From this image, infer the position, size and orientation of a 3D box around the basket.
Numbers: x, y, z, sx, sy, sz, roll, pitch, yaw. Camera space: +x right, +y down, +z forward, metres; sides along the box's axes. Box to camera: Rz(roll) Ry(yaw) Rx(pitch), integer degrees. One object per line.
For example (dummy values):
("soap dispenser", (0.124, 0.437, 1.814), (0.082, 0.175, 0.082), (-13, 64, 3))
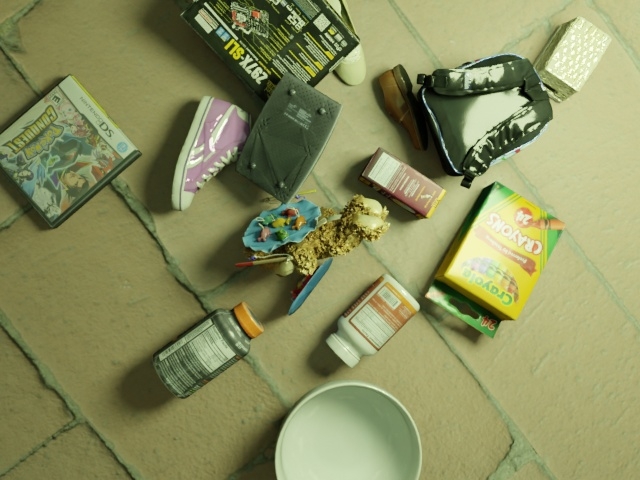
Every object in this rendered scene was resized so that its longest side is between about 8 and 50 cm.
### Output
("basket", (0.594, -0.435, 1.478), (0.113, 0.103, 0.167), (33, 88, -3))

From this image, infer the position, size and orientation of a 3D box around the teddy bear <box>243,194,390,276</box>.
("teddy bear", (0.000, 0.000, 1.398), (0.337, 0.245, 0.113), (-24, 117, -2))

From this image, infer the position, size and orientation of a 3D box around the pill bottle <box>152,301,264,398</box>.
("pill bottle", (-0.253, 0.246, 1.434), (0.245, 0.130, 0.130), (-35, 92, -2))

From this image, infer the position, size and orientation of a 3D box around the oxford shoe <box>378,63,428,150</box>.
("oxford shoe", (0.201, -0.310, 1.491), (0.076, 0.076, 0.212), (-20, 94, 28))

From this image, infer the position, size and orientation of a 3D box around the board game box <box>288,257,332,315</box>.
("board game box", (-0.035, 0.099, 1.444), (0.033, 0.133, 0.169), (36, 89, 10))

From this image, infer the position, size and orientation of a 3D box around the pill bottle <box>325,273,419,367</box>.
("pill bottle", (0.119, 0.191, 1.454), (0.216, 0.121, 0.121), (-45, 92, -1))

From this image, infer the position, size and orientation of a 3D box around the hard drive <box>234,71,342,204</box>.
("hard drive", (-0.069, -0.227, 1.393), (0.172, 0.054, 0.255), (34, 106, 13))

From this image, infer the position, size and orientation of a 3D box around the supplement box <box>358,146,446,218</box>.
("supplement box", (0.191, -0.132, 1.463), (0.188, 0.104, 0.081), (32, 89, -2))

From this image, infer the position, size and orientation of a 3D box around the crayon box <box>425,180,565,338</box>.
("crayon box", (0.413, 0.047, 1.459), (0.202, 0.081, 0.319), (31, 79, -3))

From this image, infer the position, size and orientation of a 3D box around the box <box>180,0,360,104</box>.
("box", (-0.108, -0.478, 1.390), (0.257, 0.079, 0.322), (-40, 106, 19))

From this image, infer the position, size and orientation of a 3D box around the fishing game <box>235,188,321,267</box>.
("fishing game", (-0.088, -0.040, 1.369), (0.189, 0.264, 0.041), (-7, 126, 23))

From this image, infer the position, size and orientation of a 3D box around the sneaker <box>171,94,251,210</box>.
("sneaker", (-0.243, -0.186, 1.448), (0.161, 0.102, 0.282), (20, 89, -5))

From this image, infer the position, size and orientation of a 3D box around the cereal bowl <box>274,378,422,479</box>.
("cereal bowl", (0.061, 0.485, 1.442), (0.338, 0.141, 0.339), (0, 91, -2))

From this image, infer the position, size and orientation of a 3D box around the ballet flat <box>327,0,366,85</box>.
("ballet flat", (0.048, -0.493, 1.466), (0.086, 0.086, 0.249), (-19, 91, -2))

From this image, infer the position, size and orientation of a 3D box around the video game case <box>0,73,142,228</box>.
("video game case", (-0.609, -0.210, 1.464), (0.275, 0.035, 0.248), (-41, 92, -2))

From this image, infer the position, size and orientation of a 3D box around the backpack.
("backpack", (0.378, -0.291, 1.419), (0.263, 0.213, 0.277), (-22, 97, 6))
